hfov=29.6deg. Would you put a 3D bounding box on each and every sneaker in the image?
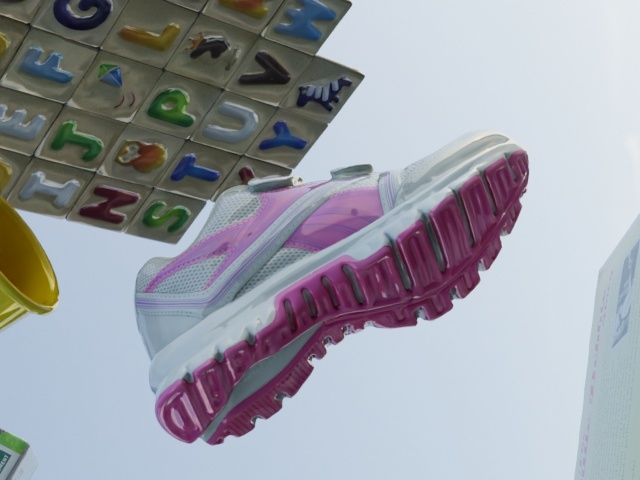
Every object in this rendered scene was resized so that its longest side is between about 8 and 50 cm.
[{"bbox_3d":[0.000,0.000,0.673,0.252,0.111,0.103,-29,-35,-13],"label":"sneaker"}]

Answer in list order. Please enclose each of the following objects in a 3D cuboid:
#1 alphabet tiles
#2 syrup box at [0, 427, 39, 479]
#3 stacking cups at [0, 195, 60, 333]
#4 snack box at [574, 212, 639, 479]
[{"bbox_3d":[-0.139,-0.115,0.958,0.342,0.285,0.011,14,-142,-38],"label":"alphabet tiles"},{"bbox_3d":[-0.435,0.218,1.316,0.093,0.237,0.096,-61,-6,-23],"label":"syrup box"},{"bbox_3d":[-0.308,0.088,0.734,0.096,0.316,0.096,54,-171,-13],"label":"stacking cups"},{"bbox_3d":[0.168,0.136,0.603,0.187,0.060,0.322,91,-171,-70],"label":"snack box"}]
